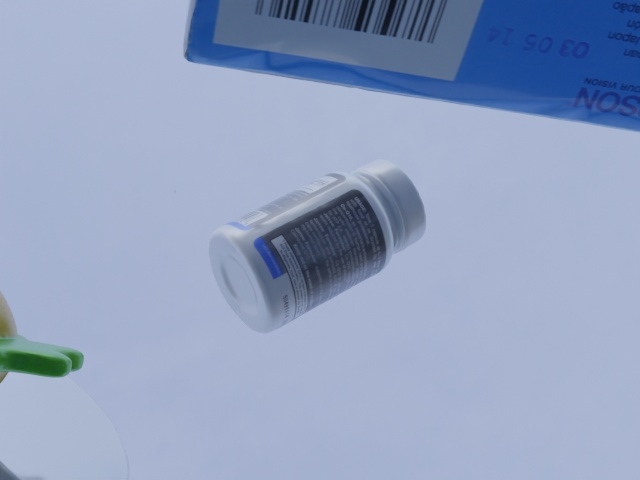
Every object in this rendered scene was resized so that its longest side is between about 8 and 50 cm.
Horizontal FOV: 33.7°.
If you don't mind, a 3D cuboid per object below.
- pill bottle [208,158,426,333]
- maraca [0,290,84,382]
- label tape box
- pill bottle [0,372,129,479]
[{"bbox_3d":[0.000,0.000,0.719,0.137,0.078,0.078,-27,-84,-26],"label":"pill bottle"},{"bbox_3d":[-0.201,0.047,0.519,0.127,0.185,0.099,6,-90,-53],"label":"maraca"},{"bbox_3d":[0.060,-0.205,0.562,0.240,0.334,0.106,8,-49,-10],"label":"label tape box"},{"bbox_3d":[-0.266,0.214,0.699,0.160,0.160,0.283,42,-76,-8],"label":"pill bottle"}]
